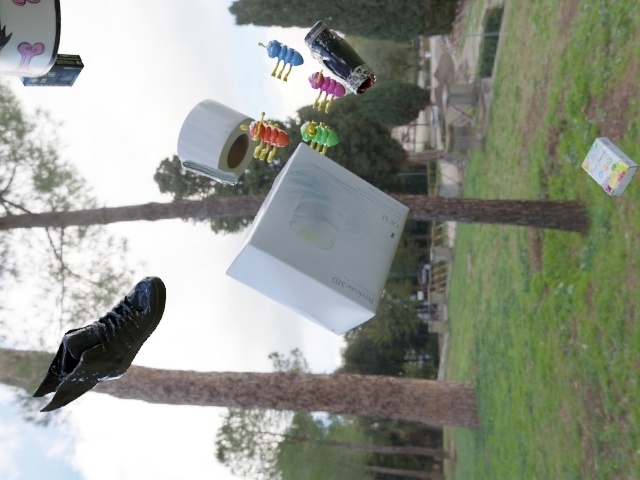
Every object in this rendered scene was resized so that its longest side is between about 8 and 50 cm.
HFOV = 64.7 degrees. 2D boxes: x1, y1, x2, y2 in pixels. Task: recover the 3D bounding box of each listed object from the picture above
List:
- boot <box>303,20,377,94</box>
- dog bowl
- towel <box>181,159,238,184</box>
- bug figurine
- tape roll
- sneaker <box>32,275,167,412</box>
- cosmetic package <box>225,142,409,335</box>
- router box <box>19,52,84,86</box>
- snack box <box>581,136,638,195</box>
[{"bbox_3d":[0.058,-0.429,1.238,0.178,0.085,0.236,46,-165,3],"label":"boot"},{"bbox_3d":[-0.658,-0.495,0.919,0.150,0.408,0.407,-34,-52,-43],"label":"dog bowl"},{"bbox_3d":[-0.223,-0.144,1.042,0.152,0.113,0.023,-133,62,-78],"label":"towel"},{"bbox_3d":[-0.050,-0.301,1.095,0.072,0.216,0.278,163,118,-65],"label":"bug figurine"},{"bbox_3d":[-0.344,-0.336,1.720,0.246,0.169,0.246,-57,-13,-21],"label":"tape roll"},{"bbox_3d":[-0.246,0.113,0.570,0.170,0.051,0.089,-59,-30,10],"label":"sneaker"},{"bbox_3d":[0.000,0.000,0.848,0.138,0.224,0.224,-44,20,56],"label":"cosmetic package"},{"bbox_3d":[-0.651,-0.413,1.227,0.122,0.092,0.038,-20,-97,-49],"label":"router box"},{"bbox_3d":[0.803,-0.207,1.410,0.100,0.037,0.141,98,161,-44],"label":"snack box"}]
